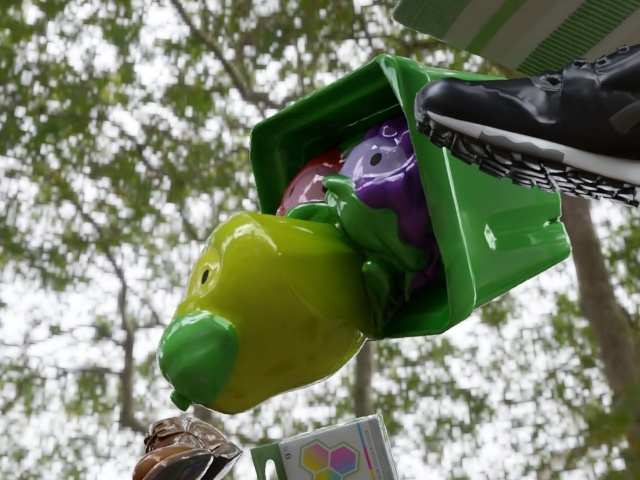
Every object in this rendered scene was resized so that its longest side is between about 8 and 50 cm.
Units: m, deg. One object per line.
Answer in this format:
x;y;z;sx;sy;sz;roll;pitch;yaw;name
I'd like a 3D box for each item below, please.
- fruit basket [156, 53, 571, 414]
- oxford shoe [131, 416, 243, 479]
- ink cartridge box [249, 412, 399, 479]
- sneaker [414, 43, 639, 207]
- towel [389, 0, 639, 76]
0.000;0.000;1.203;0.392;0.283;0.392;-12;-2;0;fruit basket
-0.138;0.200;1.168;0.076;0.076;0.212;-48;-10;2;oxford shoe
0.002;0.334;1.868;0.209;0.109;0.062;-16;-3;7;ink cartridge box
0.204;-0.085;0.792;0.283;0.124;0.107;12;-4;6;sneaker
0.230;-0.167;0.977;0.325;0.038;0.248;19;-14;-7;towel
